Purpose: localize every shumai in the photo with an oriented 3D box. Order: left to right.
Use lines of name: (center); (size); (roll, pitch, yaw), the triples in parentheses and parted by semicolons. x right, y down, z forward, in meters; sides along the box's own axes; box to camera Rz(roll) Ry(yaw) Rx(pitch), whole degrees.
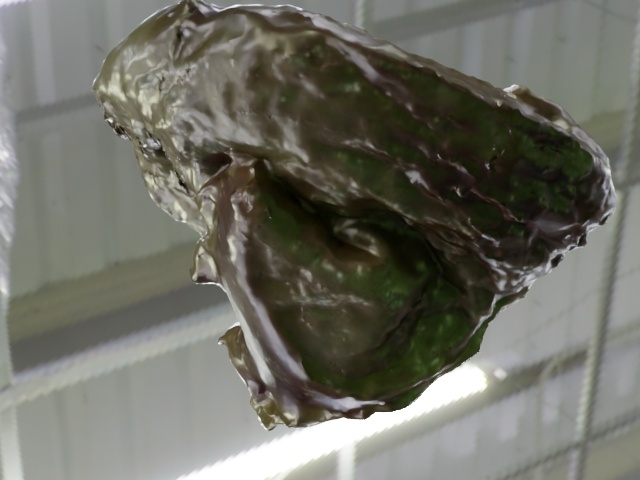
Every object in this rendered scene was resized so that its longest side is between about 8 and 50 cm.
shumai: (0.010, -0.008, 0.398); (0.139, 0.105, 0.123); (-14, -21, 17)
